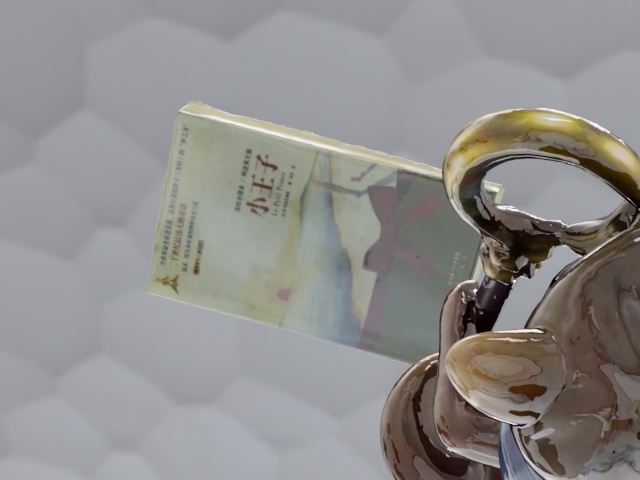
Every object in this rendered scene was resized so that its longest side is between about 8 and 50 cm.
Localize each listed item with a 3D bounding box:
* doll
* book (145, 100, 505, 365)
[{"bbox_3d":[0.178,0.097,1.171,0.209,0.318,0.340,-52,168,-19],"label":"doll"},{"bbox_3d":[0.000,0.000,1.644,0.026,0.289,0.201,-74,177,-58],"label":"book"}]
